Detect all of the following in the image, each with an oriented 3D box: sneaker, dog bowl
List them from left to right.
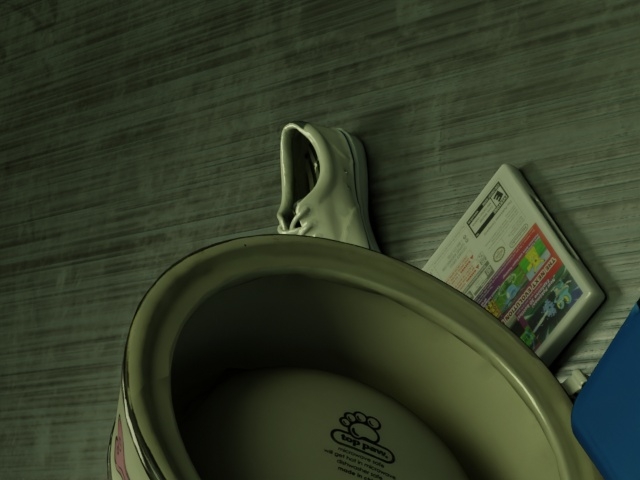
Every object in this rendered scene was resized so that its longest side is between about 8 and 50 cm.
[{"bbox_3d":[0.000,0.000,1.940,0.094,0.091,0.258,-37,51,39],"label":"sneaker"},{"bbox_3d":[0.015,0.191,1.534,0.150,0.408,0.408,-60,38,38],"label":"dog bowl"}]

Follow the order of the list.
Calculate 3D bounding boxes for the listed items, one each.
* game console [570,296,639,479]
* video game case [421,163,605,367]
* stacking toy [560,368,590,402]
[{"bbox_3d":[0.351,0.105,1.451,0.293,0.250,0.173,-60,-4,18],"label":"game console"},{"bbox_3d":[0.152,0.062,1.782,0.201,0.023,0.183,-53,42,24],"label":"video game case"},{"bbox_3d":[0.209,0.236,1.623,0.221,0.052,0.167,-58,40,21],"label":"stacking toy"}]
